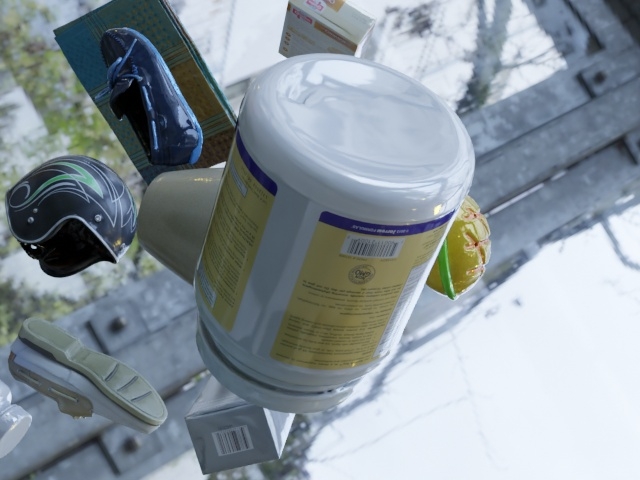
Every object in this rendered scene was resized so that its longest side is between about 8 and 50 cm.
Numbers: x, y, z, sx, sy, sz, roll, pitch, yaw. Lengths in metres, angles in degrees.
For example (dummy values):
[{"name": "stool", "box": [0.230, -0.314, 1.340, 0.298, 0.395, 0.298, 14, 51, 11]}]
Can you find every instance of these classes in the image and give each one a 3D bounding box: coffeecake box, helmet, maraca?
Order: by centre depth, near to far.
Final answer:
[{"name": "maraca", "box": [0.159, -0.017, 1.364, 0.127, 0.099, 0.185, 58, 31, -65]}, {"name": "helmet", "box": [-0.338, -0.037, 1.532, 0.169, 0.161, 0.169, 161, -90, -89]}, {"name": "coffeecake box", "box": [0.009, -0.358, 1.938, 0.142, 0.068, 0.185, 33, -19, 4]}]

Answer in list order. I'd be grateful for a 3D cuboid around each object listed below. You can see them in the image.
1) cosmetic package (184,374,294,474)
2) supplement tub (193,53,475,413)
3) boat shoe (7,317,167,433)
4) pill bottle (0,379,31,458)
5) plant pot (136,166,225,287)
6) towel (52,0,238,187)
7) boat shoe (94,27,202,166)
[{"name": "cosmetic package", "box": [-0.116, 0.263, 1.705, 0.238, 0.127, 0.107, -76, 150, -76]}, {"name": "supplement tub", "box": [0.000, 0.000, 1.162, 0.241, 0.241, 0.331, 45, -45, 27]}, {"name": "boat shoe", "box": [-0.410, 0.256, 1.937, 0.302, 0.113, 0.103, 33, -74, 9]}, {"name": "pill bottle", "box": [-0.592, 0.261, 1.823, 0.221, 0.124, 0.124, 36, -38, 10]}, {"name": "plant pot", "box": [-0.131, -0.010, 1.686, 0.274, 0.256, 0.256, 17, -49, 16]}, {"name": "towel", "box": [-0.319, -0.288, 2.101, 0.271, 0.040, 0.370, -17, -66, 31]}, {"name": "boat shoe", "box": [-0.256, -0.210, 1.551, 0.258, 0.089, 0.109, 51, -36, 32]}]
